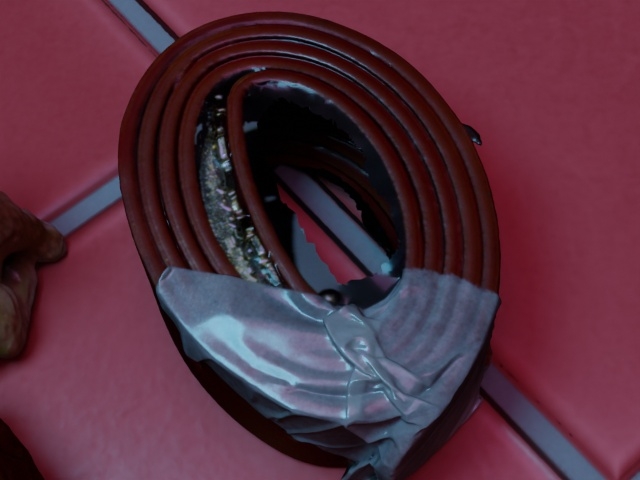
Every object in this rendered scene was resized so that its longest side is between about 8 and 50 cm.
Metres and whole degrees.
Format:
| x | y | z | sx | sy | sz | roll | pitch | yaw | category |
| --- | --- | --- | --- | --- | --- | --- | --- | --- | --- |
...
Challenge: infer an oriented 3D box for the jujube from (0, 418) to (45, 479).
| x | y | z | sx | sy | sz | roll | pitch | yaw | category |
| --- | --- | --- | --- | --- | --- | --- | --- | --- | --- |
| -0.221 | 0.178 | 0.610 | 0.168 | 0.168 | 0.236 | -18 | 62 | -6 | jujube |

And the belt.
| x | y | z | sx | sy | sz | roll | pitch | yaw | category |
| --- | --- | --- | --- | --- | --- | --- | --- | --- | --- |
| 0.000 | 0.000 | 0.715 | 0.227 | 0.115 | 0.324 | -25 | 64 | -9 | belt |

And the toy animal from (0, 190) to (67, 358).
| x | y | z | sx | sy | sz | roll | pitch | yaw | category |
| --- | --- | --- | --- | --- | --- | --- | --- | --- | --- |
| -0.250 | 0.018 | 0.681 | 0.104 | 0.185 | 0.184 | 12 | 64 | 7 | toy animal |
